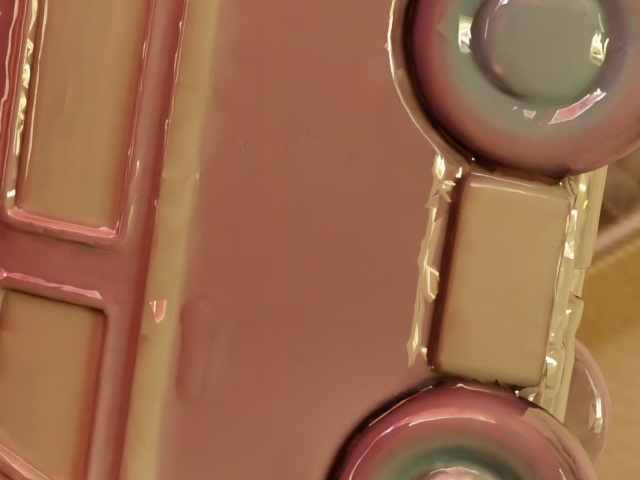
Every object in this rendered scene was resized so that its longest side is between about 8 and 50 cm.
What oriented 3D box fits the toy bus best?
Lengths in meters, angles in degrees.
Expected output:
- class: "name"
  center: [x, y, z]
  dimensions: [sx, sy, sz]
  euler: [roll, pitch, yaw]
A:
- class: "toy bus"
  center: [0.000, 0.000, 0.426]
  dimensions: [0.142, 0.142, 0.202]
  euler: [9, -83, 8]
